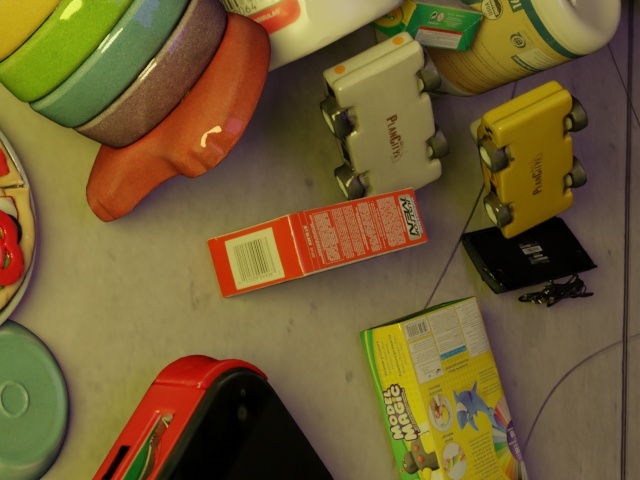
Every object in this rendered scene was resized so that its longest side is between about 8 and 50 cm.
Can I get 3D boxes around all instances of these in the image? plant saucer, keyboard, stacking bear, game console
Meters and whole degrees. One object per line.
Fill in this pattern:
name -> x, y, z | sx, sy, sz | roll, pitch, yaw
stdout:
plant saucer -> -0.208, 0.106, 0.943 | 0.119, 0.021, 0.119 | 19, 63, -44
keyboard -> 0.213, 0.030, 1.458 | 0.192, 0.038, 0.100 | -10, 61, -49
stacking bear -> -0.189, -0.173, 0.969 | 0.289, 0.175, 0.164 | 39, 52, -24
game console -> -0.075, 0.309, 0.990 | 0.342, 0.060, 0.386 | 60, 41, -31

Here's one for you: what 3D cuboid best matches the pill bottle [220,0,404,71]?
pill bottle -> -0.072, -0.297, 1.121 | 0.176, 0.176, 0.318 | -37, 106, -49

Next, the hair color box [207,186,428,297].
hair color box -> 0.000, 0.000, 1.165 | 0.167, 0.093, 0.053 | -12, 87, -51

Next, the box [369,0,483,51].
box -> 0.046, -0.226, 1.275 | 0.105, 0.179, 0.043 | -1, 123, -49

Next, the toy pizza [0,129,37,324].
toy pizza -> -0.262, -0.026, 0.908 | 0.201, 0.032, 0.201 | 21, 59, -39

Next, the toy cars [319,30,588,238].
toy cars -> 0.118, -0.103, 1.301 | 0.394, 0.176, 0.087 | 9, 39, -45

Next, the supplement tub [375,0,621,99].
supplement tub -> 0.165, -0.219, 1.349 | 0.144, 0.200, 0.144 | 21, 61, -44

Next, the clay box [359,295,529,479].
clay box -> 0.118, 0.171, 1.271 | 0.127, 0.053, 0.222 | -14, 89, -50
